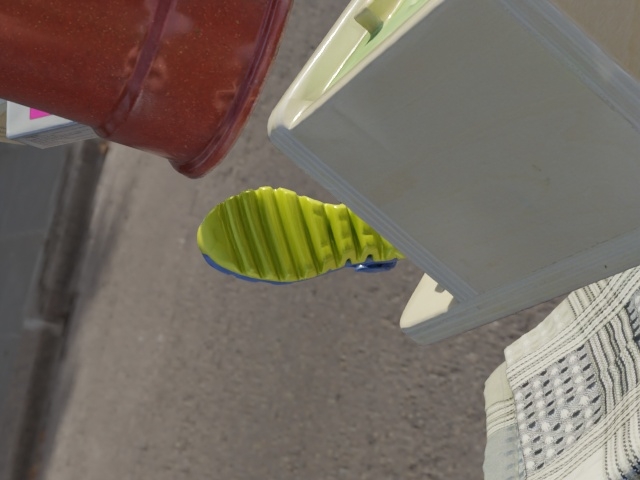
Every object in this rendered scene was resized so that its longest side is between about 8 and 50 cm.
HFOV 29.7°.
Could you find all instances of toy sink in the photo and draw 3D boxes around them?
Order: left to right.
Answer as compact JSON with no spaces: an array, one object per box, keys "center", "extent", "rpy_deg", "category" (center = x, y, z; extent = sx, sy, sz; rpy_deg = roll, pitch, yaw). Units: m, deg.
[{"center":[0.080,-0.073,0.493],"extent":[0.153,0.131,0.234],"rpy_deg":[-56,11,-27],"category":"toy sink"}]

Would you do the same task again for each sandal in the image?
[{"center":[0.000,0.000,1.538],"extent":[0.138,0.317,0.126],"rpy_deg":[131,137,-73],"category":"sandal"}]

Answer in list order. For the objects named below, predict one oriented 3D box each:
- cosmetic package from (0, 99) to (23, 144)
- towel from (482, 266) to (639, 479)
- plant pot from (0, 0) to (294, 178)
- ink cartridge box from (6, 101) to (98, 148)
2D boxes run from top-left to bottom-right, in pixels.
[{"center":[-0.272,-0.230,1.411],"extent":[0.309,0.160,0.113],"rpy_deg":[-26,79,23],"category":"cosmetic package"},{"center":[0.223,0.071,0.852],"extent":[0.324,0.056,0.312],"rpy_deg":[-49,11,21],"category":"towel"},{"center":[-0.176,-0.197,0.744],"extent":[0.272,0.265,0.272],"rpy_deg":[-169,90,-67],"category":"plant pot"},{"center":[-0.196,-0.233,1.225],"extent":[0.275,0.060,0.239],"rpy_deg":[-9,77,26],"category":"ink cartridge box"}]
